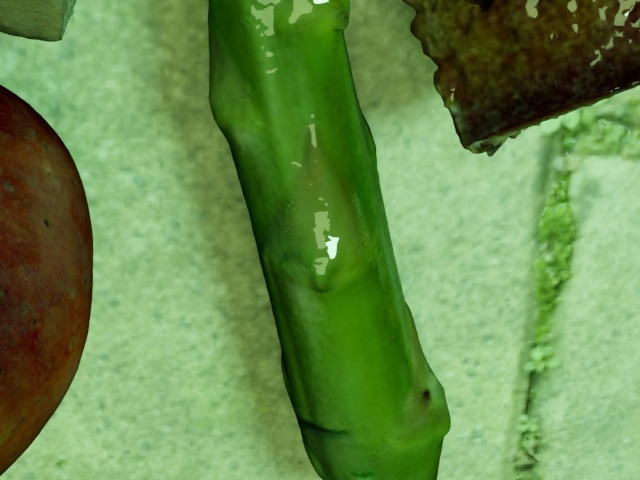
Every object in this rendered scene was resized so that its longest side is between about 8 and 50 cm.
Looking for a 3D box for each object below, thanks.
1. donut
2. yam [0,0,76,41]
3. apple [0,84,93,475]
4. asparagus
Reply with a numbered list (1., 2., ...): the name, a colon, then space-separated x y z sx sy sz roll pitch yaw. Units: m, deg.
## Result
1. donut: 0.140 -0.128 0.440 0.187 0.144 0.126 -22 103 35
2. yam: -0.151 -0.131 0.421 0.127 0.084 0.084 19 117 -18
3. apple: -0.212 0.028 0.440 0.234 0.234 0.234 -4 122 -6
4. asparagus: 0.002 -0.001 0.524 0.082 0.085 0.343 -17 121 -2
